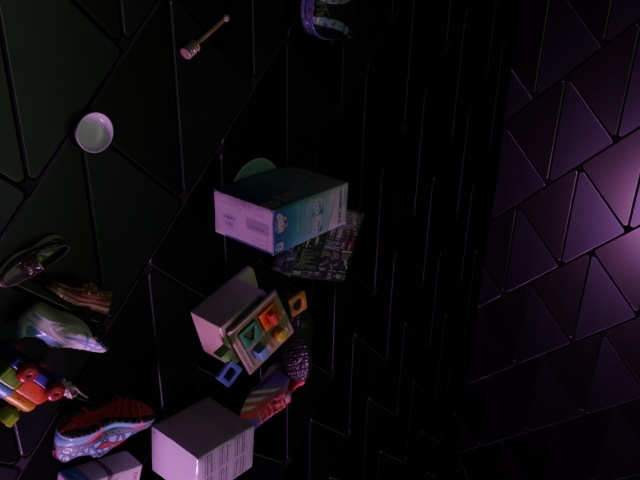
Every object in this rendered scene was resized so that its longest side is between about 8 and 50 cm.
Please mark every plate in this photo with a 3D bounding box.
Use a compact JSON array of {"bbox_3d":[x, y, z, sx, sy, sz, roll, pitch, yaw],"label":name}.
[{"bbox_3d":[-0.183,-0.136,1.737,0.188,0.024,0.188,-27,126,-43],"label":"plate"}]

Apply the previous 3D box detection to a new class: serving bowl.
[{"bbox_3d":[-0.472,-0.225,1.305,0.083,0.027,0.083,-29,128,-44],"label":"serving bowl"}]

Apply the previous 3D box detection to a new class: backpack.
[{"bbox_3d":[0.010,-0.611,1.686,0.173,0.117,0.158,-17,120,-49],"label":"backpack"}]

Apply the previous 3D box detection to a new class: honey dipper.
[{"bbox_3d":[-0.264,-0.477,1.466,0.160,0.031,0.030,-53,142,-29],"label":"honey dipper"}]

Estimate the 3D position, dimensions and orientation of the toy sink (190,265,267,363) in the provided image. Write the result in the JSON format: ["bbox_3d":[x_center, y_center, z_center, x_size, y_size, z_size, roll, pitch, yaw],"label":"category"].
[{"bbox_3d":[-0.218,0.207,1.762,0.234,0.131,0.152,-40,135,-36],"label":"toy sink"}]

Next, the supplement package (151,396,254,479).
[{"bbox_3d":[-0.324,0.570,1.740,0.203,0.194,0.149,-18,120,-48],"label":"supplement package"}]

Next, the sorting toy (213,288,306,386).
[{"bbox_3d":[-0.149,0.255,1.723,0.348,0.047,0.196,-43,137,-27],"label":"sorting toy"}]

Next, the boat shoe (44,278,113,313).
[{"bbox_3d":[-0.522,0.110,1.375,0.178,0.064,0.060,39,69,-60],"label":"boat shoe"}]

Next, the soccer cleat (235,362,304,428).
[{"bbox_3d":[-0.158,0.490,1.928,0.318,0.117,0.108,-46,143,-55],"label":"soccer cleat"}]

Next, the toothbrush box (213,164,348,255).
[{"bbox_3d":[-0.100,-0.090,1.664,0.296,0.216,0.126,-27,127,-45],"label":"toothbrush box"}]

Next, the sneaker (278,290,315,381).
[{"bbox_3d":[-0.061,0.299,1.990,0.130,0.109,0.286,-2,87,-62],"label":"sneaker"}]

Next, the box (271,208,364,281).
[{"bbox_3d":[0.000,0.000,2.002,0.307,0.077,0.242,9,99,-55],"label":"box"}]

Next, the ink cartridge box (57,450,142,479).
[{"bbox_3d":[-0.551,0.621,1.561,0.191,0.082,0.139,0,106,-51],"label":"ink cartridge box"}]

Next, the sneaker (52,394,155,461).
[{"bbox_3d":[-0.526,0.457,1.526,0.262,0.104,0.125,1,123,-49],"label":"sneaker"}]

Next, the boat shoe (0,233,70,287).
[{"bbox_3d":[-0.577,0.042,1.274,0.152,0.049,0.056,-46,138,-30],"label":"boat shoe"}]

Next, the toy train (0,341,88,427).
[{"bbox_3d":[-0.613,0.335,1.331,0.143,0.105,0.248,-45,139,-15],"label":"toy train"}]

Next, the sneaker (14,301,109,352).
[{"bbox_3d":[-0.554,0.200,1.368,0.086,0.085,0.237,-41,146,4],"label":"sneaker"}]
